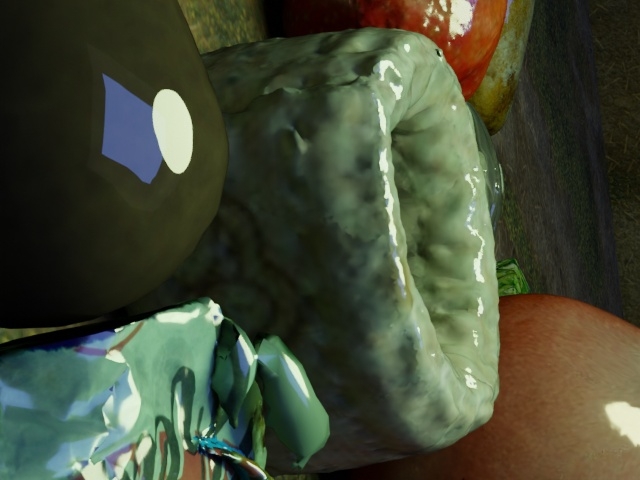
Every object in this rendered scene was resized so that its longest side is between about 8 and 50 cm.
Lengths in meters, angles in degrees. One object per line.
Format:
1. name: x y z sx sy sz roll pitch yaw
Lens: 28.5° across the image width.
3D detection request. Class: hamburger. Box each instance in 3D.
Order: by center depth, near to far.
1. hamburger: -0.115 0.156 0.559 0.260 0.150 0.276 4 93 -52

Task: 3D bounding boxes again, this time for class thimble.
1. thimble: 0.000 0.000 0.833 0.291 0.195 0.292 -9 90 -72

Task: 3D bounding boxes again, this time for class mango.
1. mango: 0.199 -0.280 1.603 0.193 0.146 0.316 -53 144 -62

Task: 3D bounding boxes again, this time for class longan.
1. longan: -0.128 -0.054 0.542 0.189 0.189 0.189 -10 90 -70

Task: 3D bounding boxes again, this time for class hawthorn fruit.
1. hawthorn fruit: 0.063 -0.189 1.104 0.205 0.205 0.253 46 47 -58

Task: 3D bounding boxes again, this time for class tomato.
1. tomato: 0.184 0.199 1.063 0.321 0.321 0.322 -10 90 -70

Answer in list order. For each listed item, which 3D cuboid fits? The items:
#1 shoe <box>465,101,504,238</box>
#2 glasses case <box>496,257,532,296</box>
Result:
1. shoe: 0.126 -0.040 1.313 0.149 0.109 0.293 52 38 -63
2. glasses case: 0.228 0.150 1.586 0.095 0.062 0.272 59 28 -33
